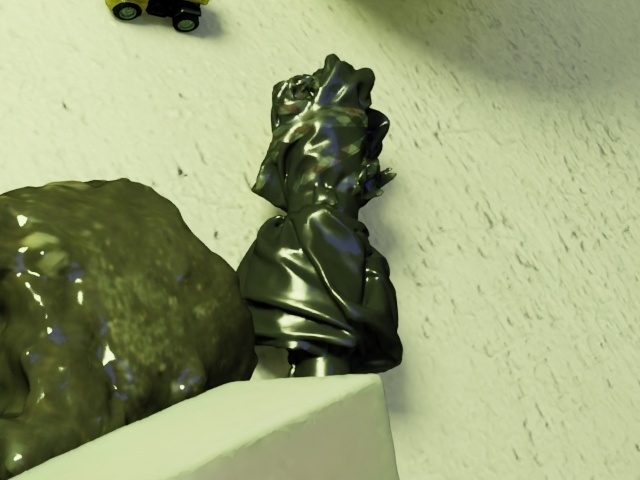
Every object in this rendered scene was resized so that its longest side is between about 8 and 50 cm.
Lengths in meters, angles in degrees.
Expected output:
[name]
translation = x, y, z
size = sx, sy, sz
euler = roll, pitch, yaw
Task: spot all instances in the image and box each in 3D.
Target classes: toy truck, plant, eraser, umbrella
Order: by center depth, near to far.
[eraser]
translation = -0.035, 0.277, 0.522
size = 0.213, 0.082, 0.397
euler = -20, 106, -41
[plant]
translation = -0.178, 0.085, 0.595
size = 0.188, 0.199, 0.276
euler = 46, 45, 6
[umbrella]
translation = -0.001, -0.001, 0.815
size = 0.122, 0.110, 0.272
euler = 15, 61, -26
[toy truck]
translation = -0.130, -0.203, 0.875
size = 0.083, 0.054, 0.049
euler = 6, 61, -29
